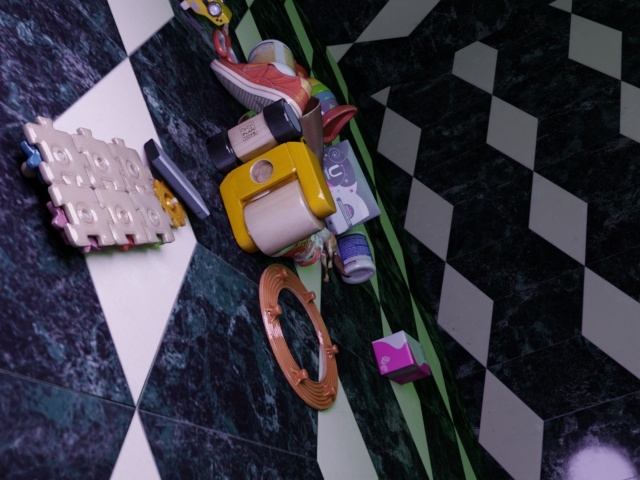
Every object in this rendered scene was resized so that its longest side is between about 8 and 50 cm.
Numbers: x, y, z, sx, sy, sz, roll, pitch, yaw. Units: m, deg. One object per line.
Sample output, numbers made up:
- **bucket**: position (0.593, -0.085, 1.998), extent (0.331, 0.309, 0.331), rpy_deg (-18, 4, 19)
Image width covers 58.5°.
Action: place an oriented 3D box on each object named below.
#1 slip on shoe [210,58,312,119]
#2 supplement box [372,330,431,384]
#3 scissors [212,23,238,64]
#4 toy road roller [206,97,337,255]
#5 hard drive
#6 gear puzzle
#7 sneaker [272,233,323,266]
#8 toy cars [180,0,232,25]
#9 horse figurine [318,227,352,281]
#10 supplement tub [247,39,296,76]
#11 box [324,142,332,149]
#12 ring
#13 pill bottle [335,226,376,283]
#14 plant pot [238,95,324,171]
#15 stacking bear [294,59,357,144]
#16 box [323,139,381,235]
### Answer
- **slip on shoe**: position (-0.146, -0.379, 1.381), extent (0.331, 0.101, 0.123), rpy_deg (30, -14, 37)
- **supplement box**: position (0.263, 0.379, 1.829), extent (0.220, 0.113, 0.111), rpy_deg (43, 28, -57)
- **scissors**: position (-0.282, -0.614, 1.664), extent (0.109, 0.021, 0.297), rpy_deg (44, 28, -49)
- **toy road roller**: position (-0.082, -0.123, 1.256), extent (0.240, 0.202, 0.330), rpy_deg (35, 32, -63)
- **hard drive**: position (-0.245, -0.104, 0.971), extent (0.135, 0.022, 0.094), rpy_deg (54, -2, -36)
- **gear puzzle**: position (-0.286, -0.064, 0.811), extent (0.176, 0.044, 0.339), rpy_deg (65, 12, 5)
- **sneaker**: position (-0.055, 0.009, 1.363), extent (0.145, 0.090, 0.270), rpy_deg (58, 14, -18)
- **toy cars**: position (-0.354, -0.634, 1.352), extent (0.393, 0.087, 0.177), rpy_deg (20, 43, -65)
- **horse figurine**: position (0.000, 0.000, 1.610), extent (0.263, 0.066, 0.175), rpy_deg (54, 25, -33)
- **supplement tub**: position (-0.144, -0.490, 1.708), extent (0.144, 0.144, 0.200), rpy_deg (51, 22, -43)
- **box**: position (-0.010, -0.385, 2.173), extent (0.175, 0.051, 0.220), rpy_deg (53, 20, -39)
- **ring**: position (-0.034, 0.203, 1.258), extent (0.337, 0.032, 0.337), rpy_deg (57, 17, -28)
- **pill bottle**: position (0.100, 0.031, 1.806), extent (0.112, 0.111, 0.187), rpy_deg (43, 27, -54)
- **plant pot**: position (-0.077, -0.229, 1.489), extent (0.215, 0.215, 0.231), rpy_deg (-88, 164, -58)
- **stacking bear**: position (-0.042, -0.498, 1.995), extent (0.289, 0.175, 0.164), rpy_deg (51, 33, 12)
- **box**: position (0.042, -0.150, 1.713), extent (0.248, 0.163, 0.142), rpy_deg (65, -21, -2)
